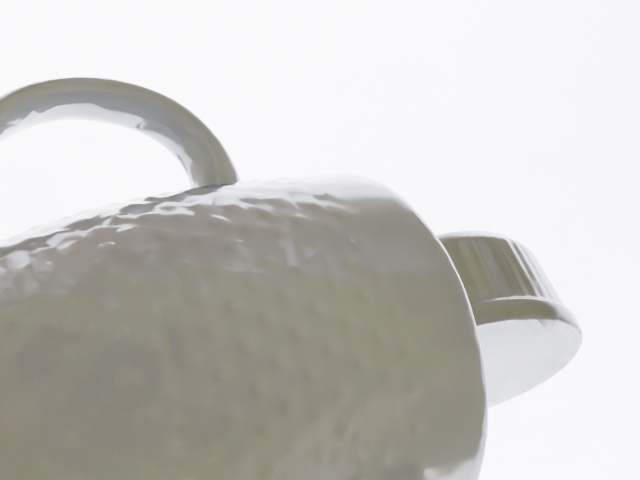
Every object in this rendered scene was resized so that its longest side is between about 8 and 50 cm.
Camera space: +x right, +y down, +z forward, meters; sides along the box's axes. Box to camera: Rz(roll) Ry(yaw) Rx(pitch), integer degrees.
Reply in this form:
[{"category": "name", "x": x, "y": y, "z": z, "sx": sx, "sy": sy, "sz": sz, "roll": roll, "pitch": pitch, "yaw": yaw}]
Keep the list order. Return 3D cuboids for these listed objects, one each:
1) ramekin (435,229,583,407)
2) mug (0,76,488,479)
[{"category": "ramekin", "x": 0.144, "y": 0.097, "z": 1.215, "sx": 0.273, "sy": 0.273, "sz": 0.127, "roll": -19, "pitch": -119, "yaw": 6}, {"category": "mug", "x": -0.119, "y": 0.063, "z": 0.709, "sx": 0.328, "sy": 0.276, "sz": 0.374, "roll": -9, "pitch": -107, "yaw": -33}]
